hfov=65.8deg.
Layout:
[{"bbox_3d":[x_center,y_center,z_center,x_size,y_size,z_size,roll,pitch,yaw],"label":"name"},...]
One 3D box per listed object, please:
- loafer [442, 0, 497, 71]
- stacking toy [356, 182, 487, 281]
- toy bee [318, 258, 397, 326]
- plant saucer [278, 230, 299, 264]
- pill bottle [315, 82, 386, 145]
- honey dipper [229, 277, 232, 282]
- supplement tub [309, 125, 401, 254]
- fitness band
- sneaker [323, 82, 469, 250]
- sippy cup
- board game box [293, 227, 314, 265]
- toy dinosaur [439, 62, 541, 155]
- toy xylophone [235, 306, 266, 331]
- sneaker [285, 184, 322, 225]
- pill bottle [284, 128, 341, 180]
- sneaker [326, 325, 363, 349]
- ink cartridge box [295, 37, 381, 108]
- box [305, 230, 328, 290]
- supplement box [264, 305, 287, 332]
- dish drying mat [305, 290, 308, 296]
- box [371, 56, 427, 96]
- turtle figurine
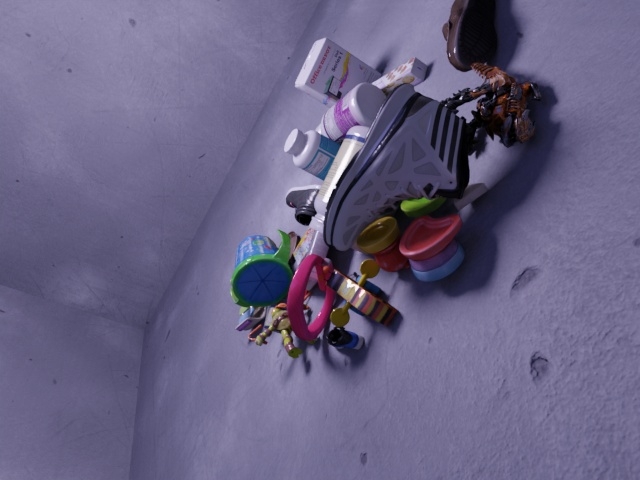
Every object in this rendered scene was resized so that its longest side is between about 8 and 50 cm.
[{"bbox_3d":[0.424,-0.601,1.430,0.130,0.133,0.366,-37,27,53],"label":"loafer"},{"bbox_3d":[0.277,-0.017,1.250,0.279,0.130,0.309,-43,23,-15],"label":"stacking toy"},{"bbox_3d":[0.072,0.144,1.372,0.298,0.162,0.196,-9,56,58],"label":"toy bee"},{"bbox_3d":[-0.134,0.044,2.038,0.168,0.029,0.169,-46,30,37],"label":"plant saucer"},{"bbox_3d":[0.107,-0.442,1.842,0.301,0.169,0.170,-25,46,55],"label":"pill bottle"},{"bbox_3d":[-0.398,0.172,2.448,0.160,0.030,0.031,-34,39,42],"label":"honey dipper"},{"bbox_3d":[0.124,-0.144,1.455,0.325,0.235,0.235,-64,25,3],"label":"supplement tub"},{"bbox_3d":[-0.022,0.171,1.454,0.291,0.054,0.209,78,-146,-48],"label":"fitness band"},{"bbox_3d":[0.190,-0.116,1.182,0.169,0.257,0.448,-19,-39,-60],"label":"sneaker"},{"bbox_3d":[-0.237,0.101,1.932,0.305,0.240,0.224,-20,37,-1],"label":"sippy cup"},{"bbox_3d":[-0.048,0.015,1.895,0.154,0.026,0.103,-58,26,15],"label":"board game box"},{"bbox_3d":[0.417,-0.327,1.206,0.218,0.164,0.322,-30,21,29],"label":"toy dinosaur"},{"bbox_3d":[-0.265,0.218,2.074,0.236,0.081,0.323,-47,30,33],"label":"toy xylophone"},{"bbox_3d":[-0.081,-0.132,2.000,0.295,0.104,0.147,-6,57,57],"label":"sneaker"},{"bbox_3d":[0.002,-0.306,1.808,0.146,0.263,0.146,-44,31,37],"label":"pill bottle"},{"bbox_3d":[0.047,0.273,1.400,0.152,0.084,0.058,-7,61,62],"label":"sneaker"},{"bbox_3d":[0.070,-0.636,1.961,0.202,0.278,0.117,-64,24,3],"label":"ink cartridge box"},{"bbox_3d":[0.000,0.000,1.692,0.232,0.058,0.322,121,168,-73],"label":"box"},{"bbox_3d":[-0.144,0.286,1.768,0.056,0.083,0.083,-15,53,62],"label":"supplement box"},{"bbox_3d":[-0.050,0.172,1.778,0.032,0.008,0.084,-12,58,61],"label":"dish drying mat"},{"bbox_3d":[0.254,-0.559,1.783,0.324,0.067,0.063,-8,60,60],"label":"box"},{"bbox_3d":[-0.102,0.273,1.634,0.269,0.087,0.217,-33,40,-17],"label":"turtle figurine"}]
